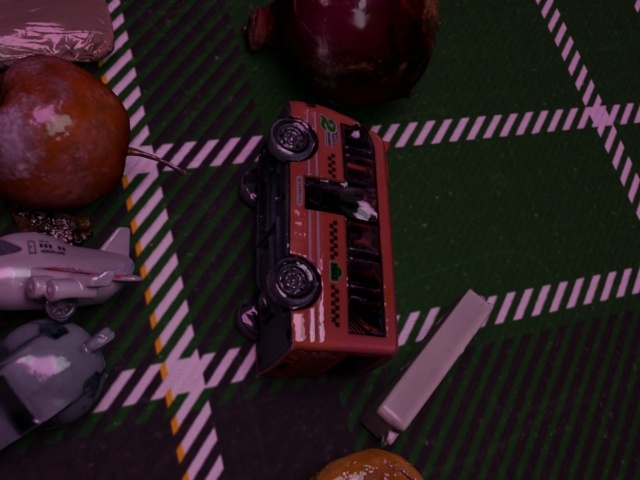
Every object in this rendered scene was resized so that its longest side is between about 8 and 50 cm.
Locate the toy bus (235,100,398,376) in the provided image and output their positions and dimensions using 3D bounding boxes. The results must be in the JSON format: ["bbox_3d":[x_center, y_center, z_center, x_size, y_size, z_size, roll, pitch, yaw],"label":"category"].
[{"bbox_3d":[0.000,0.000,1.146,0.233,0.203,0.427,8,64,-20],"label":"toy bus"}]

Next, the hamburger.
[{"bbox_3d":[0.070,0.409,1.033,0.213,0.108,0.214,5,67,-11],"label":"hamburger"}]

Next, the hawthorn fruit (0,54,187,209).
[{"bbox_3d":[-0.407,-0.157,1.086,0.231,0.263,0.235,-39,69,4],"label":"hawthorn fruit"}]

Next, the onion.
[{"bbox_3d":[0.023,-0.404,1.306,0.385,0.348,0.348,-1,60,20],"label":"onion"}]

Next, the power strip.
[{"bbox_3d":[0.184,0.197,1.170,0.058,0.098,0.338,41,60,7],"label":"power strip"}]

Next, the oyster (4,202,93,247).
[{"bbox_3d":[-0.427,-0.024,1.110,0.132,0.029,0.086,1,66,-20],"label":"oyster"}]

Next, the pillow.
[{"bbox_3d":[-0.496,-0.372,1.230,0.270,0.067,0.173,-11,65,-23],"label":"pillow"}]

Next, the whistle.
[{"bbox_3d":[-0.401,0.200,0.965,0.289,0.163,0.163,-33,77,7],"label":"whistle"}]

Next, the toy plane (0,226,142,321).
[{"bbox_3d":[-0.376,0.044,1.001,0.252,0.252,0.118,1,97,-18],"label":"toy plane"}]
